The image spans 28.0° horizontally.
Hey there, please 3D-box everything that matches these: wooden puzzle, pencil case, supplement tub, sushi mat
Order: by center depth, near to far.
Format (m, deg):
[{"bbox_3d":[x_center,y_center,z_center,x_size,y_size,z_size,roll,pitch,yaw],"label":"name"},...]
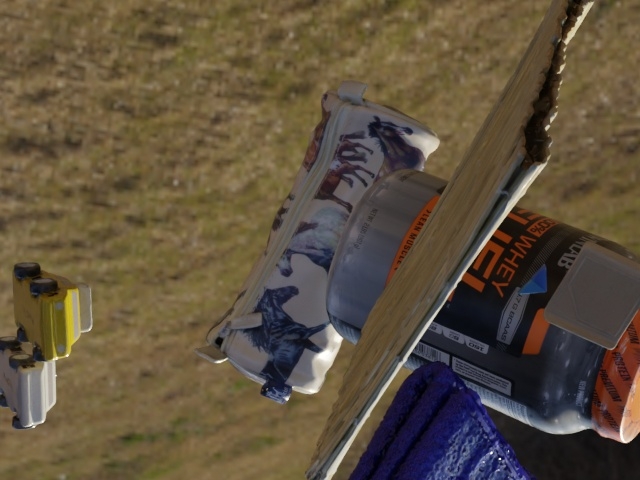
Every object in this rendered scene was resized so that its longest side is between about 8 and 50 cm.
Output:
[{"bbox_3d":[0.062,0.008,0.682,0.019,0.151,0.316,26,139,0],"label":"sushi mat"},{"bbox_3d":[0.221,0.044,1.014,0.116,0.078,0.014,31,-165,-12],"label":"wooden puzzle"},{"bbox_3d":[0.193,0.069,1.337,0.338,0.207,0.207,22,167,27],"label":"supplement tub"},{"bbox_3d":[0.000,0.000,1.648,0.160,0.410,0.183,30,-172,32],"label":"pencil case"}]

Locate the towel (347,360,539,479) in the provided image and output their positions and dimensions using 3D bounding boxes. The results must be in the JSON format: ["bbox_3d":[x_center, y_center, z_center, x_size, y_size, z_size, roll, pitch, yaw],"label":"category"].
[{"bbox_3d":[0.132,0.282,1.185,0.076,0.227,0.308,7,146,42],"label":"towel"}]

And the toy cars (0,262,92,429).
[{"bbox_3d":[-0.369,0.141,1.717,0.087,0.176,0.393,-5,152,-24],"label":"toy cars"}]
